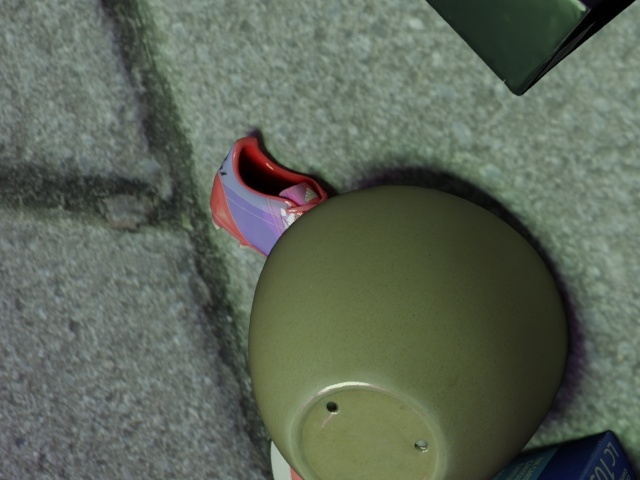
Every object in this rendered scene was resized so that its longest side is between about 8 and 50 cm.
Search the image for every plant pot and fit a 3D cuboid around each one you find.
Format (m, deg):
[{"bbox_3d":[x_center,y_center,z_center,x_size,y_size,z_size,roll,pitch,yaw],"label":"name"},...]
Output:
[{"bbox_3d":[0.059,0.121,1.610,0.284,0.191,0.284,6,120,11],"label":"plant pot"}]

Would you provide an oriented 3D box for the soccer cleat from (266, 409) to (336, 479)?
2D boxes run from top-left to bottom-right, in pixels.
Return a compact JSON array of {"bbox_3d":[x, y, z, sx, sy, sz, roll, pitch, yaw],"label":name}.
[{"bbox_3d":[0.048,0.314,1.912,0.116,0.108,0.318,-3,114,40],"label":"soccer cleat"}]

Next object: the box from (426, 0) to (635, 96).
[{"bbox_3d":[0.159,-0.241,1.266,0.184,0.261,0.103,45,140,7],"label":"box"}]

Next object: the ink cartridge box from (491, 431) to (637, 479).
[{"bbox_3d":[0.135,0.320,1.661,0.395,0.270,0.151,-20,104,31],"label":"ink cartridge box"}]

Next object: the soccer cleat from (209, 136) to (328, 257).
[{"bbox_3d":[0.000,0.000,1.741,0.248,0.083,0.095,35,133,22],"label":"soccer cleat"}]
